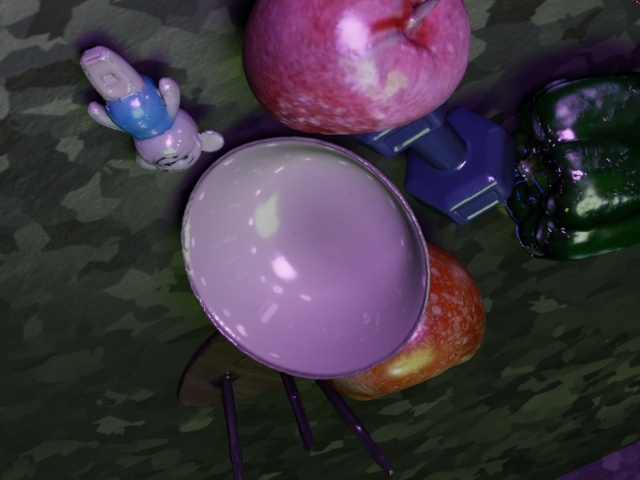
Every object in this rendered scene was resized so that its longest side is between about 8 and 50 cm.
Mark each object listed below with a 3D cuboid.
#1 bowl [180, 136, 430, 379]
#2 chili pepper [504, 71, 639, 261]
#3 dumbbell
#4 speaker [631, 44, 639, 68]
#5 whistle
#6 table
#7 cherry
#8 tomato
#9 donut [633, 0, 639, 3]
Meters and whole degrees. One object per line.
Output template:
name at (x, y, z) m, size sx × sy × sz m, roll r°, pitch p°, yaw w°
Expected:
bowl at (0.000, 0.000, 1.702) m, size 0.337 × 0.337 × 0.157 m, roll -43°, pitch -177°, yaw 31°
chili pepper at (0.384, -0.098, 1.782) m, size 0.257 × 0.233 × 0.248 m, roll -10°, pitch 158°, yaw -8°
dumbbell at (0.132, -0.139, 1.643) m, size 0.144 × 0.156 × 0.316 m, roll -3°, pitch 159°, yaw 28°
speaker at (0.530, -0.243, 1.840) m, size 0.082 × 0.044 × 0.218 m, roll -40°, pitch 146°, yaw 26°
whistle at (-0.200, -0.143, 1.480) m, size 0.114 × 0.077 × 0.235 m, roll -15°, pitch 150°, yaw 15°
table at (-0.060, 0.289, 2.079) m, size 0.317 × 0.249 × 0.317 m, roll -17°, pitch 149°, yaw -11°
cherry at (0.043, -0.220, 1.390) m, size 0.236 × 0.212 × 0.285 m, roll 30°, pitch 150°, yaw -26°
tomato at (0.104, 0.109, 1.937) m, size 0.270 × 0.222 × 0.270 m, roll -19°, pitch 174°, yaw -2°
donut at (0.428, -0.328, 1.624) m, size 0.038 × 0.067 × 0.083 m, roll 3°, pitch 109°, yaw -64°
